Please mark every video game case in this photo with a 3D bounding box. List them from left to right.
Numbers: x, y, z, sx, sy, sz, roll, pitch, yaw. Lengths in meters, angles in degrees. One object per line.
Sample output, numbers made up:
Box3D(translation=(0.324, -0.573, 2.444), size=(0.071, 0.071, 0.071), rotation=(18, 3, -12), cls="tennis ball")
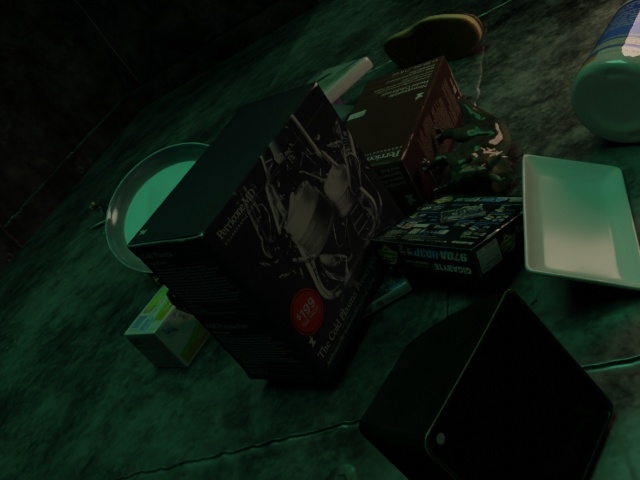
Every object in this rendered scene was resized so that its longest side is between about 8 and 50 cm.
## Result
Box3D(translation=(-0.051, -0.339, 1.757), size=(0.329, 0.036, 0.300), rotation=(-43, 20, -13), cls="video game case")
Box3D(translation=(0.058, 0.072, 1.186), size=(0.183, 0.023, 0.201), rotation=(-32, 26, 11), cls="video game case")

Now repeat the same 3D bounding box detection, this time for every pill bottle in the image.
Box3D(translation=(0.511, -0.291, 1.073), size=(0.152, 0.152, 0.272), rotation=(-1, 44, 51), cls="pill bottle")

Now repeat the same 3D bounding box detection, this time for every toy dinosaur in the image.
Box3D(translation=(0.276, -0.154, 1.219), size=(0.160, 0.121, 0.313), rotation=(-6, 33, 27), cls="toy dinosaur")

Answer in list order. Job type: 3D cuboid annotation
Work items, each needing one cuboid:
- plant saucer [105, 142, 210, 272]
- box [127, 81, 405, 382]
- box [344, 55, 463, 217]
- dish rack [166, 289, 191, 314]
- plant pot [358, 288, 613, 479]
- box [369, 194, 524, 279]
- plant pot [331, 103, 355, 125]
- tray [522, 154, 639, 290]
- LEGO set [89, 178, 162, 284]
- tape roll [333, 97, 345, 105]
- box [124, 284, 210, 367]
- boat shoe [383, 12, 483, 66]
Box3D(translation=(-0.311, -0.067, 1.475), size=(0.318, 0.043, 0.317), rotation=(-8, 61, 16), cls="plant saucer")
Box3D(translation=(-0.059, -0.009, 1.074), size=(0.179, 0.312, 0.343), rotation=(-8, 41, 42), cls="box")
Box3D(translation=(0.149, -0.198, 1.372), size=(0.191, 0.143, 0.381), rotation=(-11, 37, 32), cls="box")
Box3D(translation=(-0.151, 0.042, 1.283), size=(0.271, 0.208, 0.074), rotation=(-52, 55, 8), cls="dish rack")
Box3D(translation=(0.155, 0.186, 0.716), size=(0.188, 0.187, 0.167), rotation=(-52, 18, -28), cls="plant pot")
Box3D(translation=(0.210, -0.013, 1.050), size=(0.175, 0.051, 0.220), rotation=(-31, 21, -30), cls="box")
Box3D(translation=(0.003, -0.221, 1.529), size=(0.165, 0.165, 0.234), rotation=(11, 32, 28), cls="plant pot")
Box3D(translation=(0.344, -0.026, 0.928), size=(0.145, 0.030, 0.270), rotation=(8, 40, 9), cls="tray")
Box3D(translation=(-0.359, -0.051, 1.643), size=(0.331, 0.255, 0.192), rotation=(-31, 9, -4), cls="LEGO set")
Box3D(translation=(-0.016, -0.319, 1.854), size=(0.189, 0.080, 0.189), rotation=(-28, 27, 16), cls="tape roll")
Box3D(translation=(-0.274, 0.144, 1.383), size=(0.114, 0.103, 0.203), rotation=(-10, 37, 43), cls="box")
Box3D(translation=(0.304, -0.540, 1.781), size=(0.123, 0.123, 0.342), rotation=(-48, 22, -18), cls="boat shoe")
